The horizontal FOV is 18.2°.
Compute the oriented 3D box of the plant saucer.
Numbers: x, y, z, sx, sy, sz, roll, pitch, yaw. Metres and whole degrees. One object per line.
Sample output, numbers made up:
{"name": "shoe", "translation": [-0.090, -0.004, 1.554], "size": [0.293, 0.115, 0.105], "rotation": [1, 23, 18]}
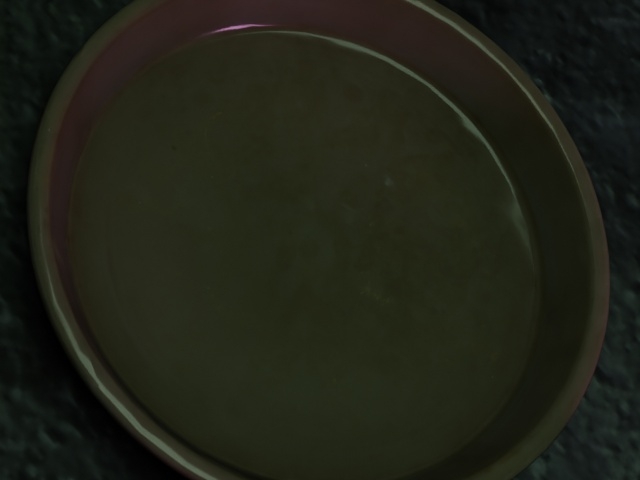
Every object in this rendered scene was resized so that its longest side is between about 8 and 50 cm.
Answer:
{"name": "plant saucer", "translation": [0.000, 0.000, 0.916], "size": [0.278, 0.041, 0.278], "rotation": [7, 65, -16]}
